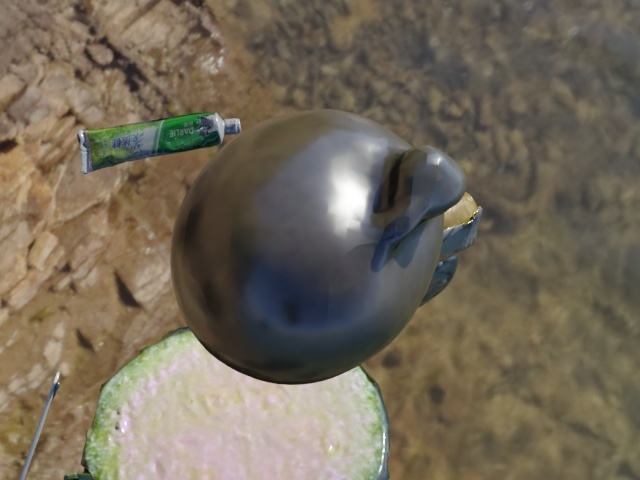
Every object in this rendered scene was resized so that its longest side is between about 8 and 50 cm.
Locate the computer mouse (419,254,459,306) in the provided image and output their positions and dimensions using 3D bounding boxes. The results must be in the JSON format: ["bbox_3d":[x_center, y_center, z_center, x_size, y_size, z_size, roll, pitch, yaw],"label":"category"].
[{"bbox_3d":[0.045,0.066,1.435,0.203,0.374,0.114,-1,67,-37],"label":"computer mouse"}]

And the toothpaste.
[{"bbox_3d":[-0.244,-0.155,1.515,0.248,0.047,0.078,-10,69,-4],"label":"toothpaste"}]

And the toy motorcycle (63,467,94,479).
[{"bbox_3d":[-0.395,0.464,1.586,0.127,0.205,0.275,27,89,17],"label":"toy motorcycle"}]

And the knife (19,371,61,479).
[{"bbox_3d":[-0.381,0.322,1.262,0.043,0.081,0.336,22,90,-11],"label":"knife"}]

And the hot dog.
[{"bbox_3d":[0.062,0.010,1.146,0.270,0.162,0.081,-19,80,-26],"label":"hot dog"}]

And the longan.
[{"bbox_3d":[0.000,0.000,0.611,0.159,0.204,0.185,48,36,-20],"label":"longan"}]

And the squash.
[{"bbox_3d":[-0.085,0.296,1.085,0.310,0.308,0.310,1,43,-1],"label":"squash"}]
